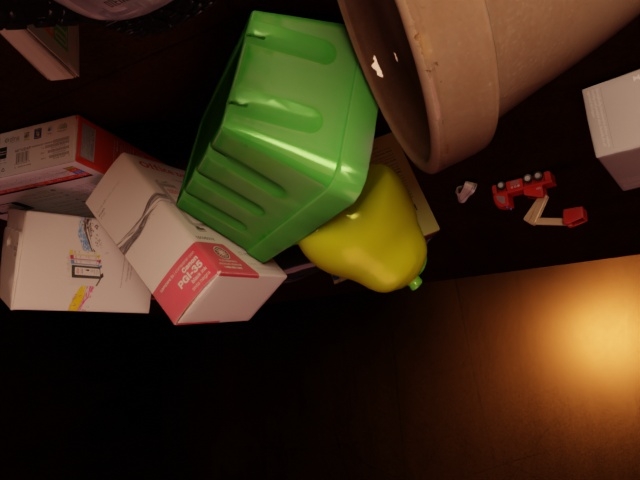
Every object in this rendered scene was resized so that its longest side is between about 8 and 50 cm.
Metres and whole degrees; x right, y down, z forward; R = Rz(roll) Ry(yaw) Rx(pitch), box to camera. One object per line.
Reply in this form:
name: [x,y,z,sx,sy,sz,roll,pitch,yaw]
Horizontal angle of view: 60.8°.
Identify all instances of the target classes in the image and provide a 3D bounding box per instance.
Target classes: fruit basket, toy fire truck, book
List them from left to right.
book: [-0.284,-0.235,0.525,0.035,0.096,0.144,-4,167,4]
fruit basket: [0.008,-0.091,0.781,0.392,0.283,0.392,9,160,3]
toy fire truck: [0.497,-0.085,1.253,0.192,0.135,0.047,-14,163,35]

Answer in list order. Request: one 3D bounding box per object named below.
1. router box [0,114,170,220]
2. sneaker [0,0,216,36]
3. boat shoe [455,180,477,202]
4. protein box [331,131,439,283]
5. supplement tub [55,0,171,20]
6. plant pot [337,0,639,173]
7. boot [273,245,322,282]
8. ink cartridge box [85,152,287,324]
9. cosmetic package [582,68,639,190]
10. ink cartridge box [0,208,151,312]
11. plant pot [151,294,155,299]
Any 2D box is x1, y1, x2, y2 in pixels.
router box: [-0.481,-0.104,1.019,0.335,0.082,0.301,-8,166,17]
sneaker: [-0.200,-0.259,0.469,0.107,0.124,0.283,-21,-176,35]
boat shoe: [0.341,-0.118,1.304,0.035,0.035,0.100,24,170,2]
protein box: [0.079,-0.056,1.016,0.200,0.201,0.136,-22,167,-5]
supplement tub: [-0.183,-0.262,0.215,0.207,0.207,0.338,-12,164,28]
plant pot: [0.148,-0.218,0.466,0.229,0.263,0.263,-22,165,2]
boot: [0.002,-0.001,1.421,0.367,0.146,0.445,-11,171,-12]
ink cartridge box: [-0.222,-0.001,0.912,0.117,0.283,0.207,-49,157,14]
cosmetic package: [0.528,-0.177,0.919,0.107,0.127,0.238,-16,160,38]
ink cartridge box: [-0.448,0.039,1.010,0.232,0.168,0.171,8,178,-38]
plant pot: [-0.382,0.040,1.446,0.201,0.201,0.180,-17,177,42]
